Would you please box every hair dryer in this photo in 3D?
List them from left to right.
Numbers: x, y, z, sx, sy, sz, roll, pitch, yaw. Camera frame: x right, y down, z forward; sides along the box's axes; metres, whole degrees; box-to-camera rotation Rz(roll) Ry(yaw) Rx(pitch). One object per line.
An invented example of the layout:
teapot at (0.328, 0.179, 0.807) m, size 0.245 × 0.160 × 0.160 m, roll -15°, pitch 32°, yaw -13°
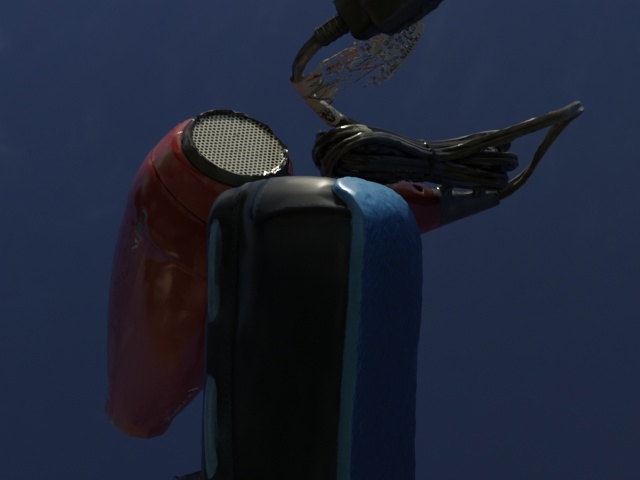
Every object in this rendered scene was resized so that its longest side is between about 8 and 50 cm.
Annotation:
hair dryer at (0.000, 0.000, 0.717) m, size 0.293 × 0.223 × 0.080 m, roll -38°, pitch -129°, yaw 8°

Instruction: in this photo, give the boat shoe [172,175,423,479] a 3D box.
boat shoe at (-0.014, 0.103, 0.579) m, size 0.089 × 0.109 × 0.258 m, roll 8°, pitch -91°, yaw 26°
